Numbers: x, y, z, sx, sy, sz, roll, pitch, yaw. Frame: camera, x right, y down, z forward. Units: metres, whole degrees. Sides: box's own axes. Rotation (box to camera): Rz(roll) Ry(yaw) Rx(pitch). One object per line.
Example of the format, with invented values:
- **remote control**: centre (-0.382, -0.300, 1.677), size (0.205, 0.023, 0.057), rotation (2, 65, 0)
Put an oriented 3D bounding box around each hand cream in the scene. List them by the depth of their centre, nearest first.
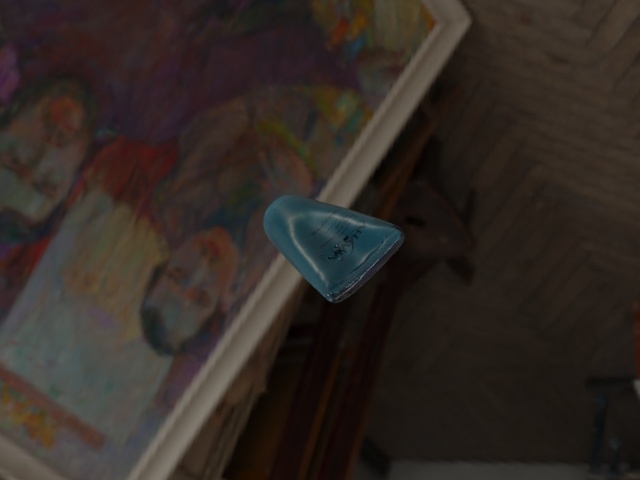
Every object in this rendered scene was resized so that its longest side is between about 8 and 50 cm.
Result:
- **hand cream**: centre (0.000, 0.000, 1.132), size (0.048, 0.083, 0.224), rotation (50, 171, -22)
